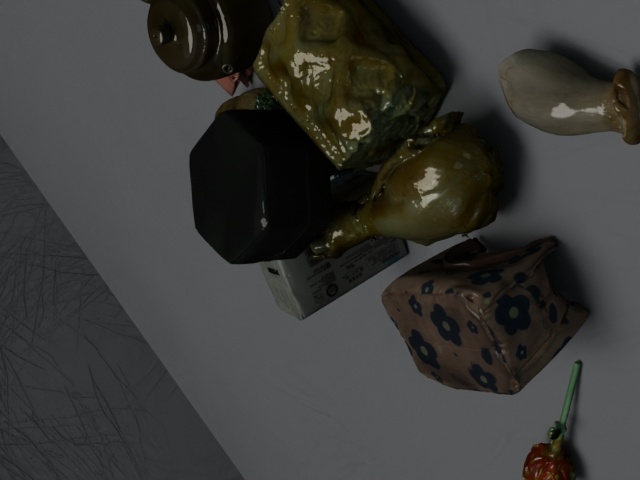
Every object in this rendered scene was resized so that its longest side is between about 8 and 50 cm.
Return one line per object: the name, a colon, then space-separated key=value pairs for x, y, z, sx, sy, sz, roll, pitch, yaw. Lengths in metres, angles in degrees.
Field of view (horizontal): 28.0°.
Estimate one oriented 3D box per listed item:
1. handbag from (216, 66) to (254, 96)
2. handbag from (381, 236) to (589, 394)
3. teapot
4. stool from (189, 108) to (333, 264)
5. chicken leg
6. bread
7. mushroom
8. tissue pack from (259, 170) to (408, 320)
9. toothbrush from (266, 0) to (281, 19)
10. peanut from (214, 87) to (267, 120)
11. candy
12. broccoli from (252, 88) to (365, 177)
handbag: x=-0.173 y=-0.368 z=2.242 sx=0.157 sy=0.059 sz=0.212 roll=50 pitch=153 yaw=20
handbag: x=0.241 y=0.098 z=1.832 sx=0.251 sy=0.193 sz=0.190 roll=-2 pitch=122 yaw=61
teapot: x=-0.209 y=-0.355 z=2.079 sx=0.267 sy=0.175 sz=0.186 roll=41 pitch=130 yaw=24
stool: x=-0.088 y=-0.080 z=1.912 sx=0.232 sy=0.141 sz=0.232 roll=7 pitch=99 yaw=54
chicken leg: x=0.106 y=-0.054 z=1.872 sx=0.429 sy=0.201 sz=0.153 roll=-21 pitch=62 yaw=50
bread: x=0.039 y=-0.241 z=1.839 sx=0.196 sy=0.238 sz=0.252 roll=-45 pitch=79 yaw=26
mushroom: x=0.300 y=-0.173 z=1.540 sx=0.212 sy=0.088 sz=0.097 roll=19 pitch=103 yaw=47
tissue pack: x=0.000 y=0.000 z=2.129 sx=0.145 sy=0.229 sz=0.159 roll=18 pitch=135 yaw=57
toothbrush: x=-0.093 y=-0.416 z=2.080 sx=0.027 sy=0.021 sz=0.269 roll=16 pitch=133 yaw=64
peanut: x=-0.116 y=-0.213 z=2.270 sx=0.103 sy=0.098 sz=0.229 roll=22 pitch=169 yaw=-24
candy: x=0.372 y=0.291 z=1.974 sx=0.084 sy=0.078 sz=0.288 roll=17 pitch=131 yaw=13
broccoli: x=-0.005 y=-0.172 z=2.087 sx=0.219 sy=0.194 sz=0.194 roll=27 pitch=147 yaw=12
